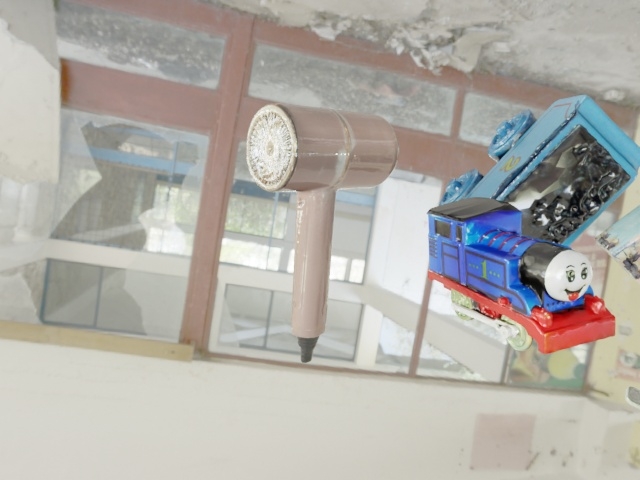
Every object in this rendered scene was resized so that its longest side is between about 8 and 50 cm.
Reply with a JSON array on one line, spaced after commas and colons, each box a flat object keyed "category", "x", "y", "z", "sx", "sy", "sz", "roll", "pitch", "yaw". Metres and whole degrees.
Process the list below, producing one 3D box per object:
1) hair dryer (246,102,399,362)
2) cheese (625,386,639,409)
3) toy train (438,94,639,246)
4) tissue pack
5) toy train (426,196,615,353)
[{"category": "hair dryer", "x": 0.000, "y": 0.000, "z": 0.641, "sx": 0.189, "sy": 0.344, "sz": 0.107, "roll": -7, "pitch": -162, "yaw": -42}, {"category": "cheese", "x": 0.671, "y": 0.340, "z": 0.841, "sx": 0.255, "sy": 0.050, "sz": 0.127, "roll": 26, "pitch": -137, "yaw": 17}, {"category": "toy train", "x": 0.360, "y": -0.093, "z": 0.820, "sx": 0.188, "sy": 0.300, "sz": 0.265, "roll": 40, "pitch": -172, "yaw": -6}, {"category": "tissue pack", "x": 0.434, "y": -0.002, "z": 0.635, "sx": 0.074, "sy": 0.094, "sz": 0.058, "roll": 38, "pitch": -158, "yaw": -18}, {"category": "toy train", "x": 0.194, "y": 0.031, "z": 0.503, "sx": 0.083, "sy": 0.131, "sz": 0.204, "roll": -9, "pitch": -166, "yaw": -16}]
